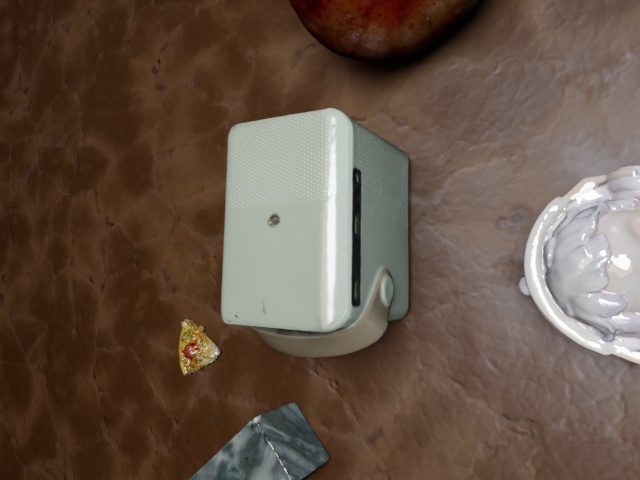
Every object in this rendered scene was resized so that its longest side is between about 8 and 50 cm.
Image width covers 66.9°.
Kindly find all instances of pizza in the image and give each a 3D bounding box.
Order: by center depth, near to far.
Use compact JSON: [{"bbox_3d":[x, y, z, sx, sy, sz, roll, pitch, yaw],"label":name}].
[{"bbox_3d":[-0.181,0.157,0.705,0.078,0.025,0.083,-5,83,32],"label":"pizza"}]

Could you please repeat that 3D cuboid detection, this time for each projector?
[{"bbox_3d":[0.000,0.000,0.526,0.163,0.177,0.243,-3,83,32],"label":"projector"}]

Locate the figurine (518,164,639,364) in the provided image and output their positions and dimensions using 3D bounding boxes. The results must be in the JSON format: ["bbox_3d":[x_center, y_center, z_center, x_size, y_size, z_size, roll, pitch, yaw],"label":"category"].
[{"bbox_3d":[0.277,0.015,0.383,0.236,0.141,0.163,-9,77,30],"label":"figurine"}]

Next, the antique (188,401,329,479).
[{"bbox_3d":[-0.089,0.297,0.605,0.183,0.088,0.086,-47,65,20],"label":"antique"}]

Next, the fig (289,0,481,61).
[{"bbox_3d":[0.066,-0.311,0.496,0.235,0.235,0.214,-3,48,30],"label":"fig"}]
